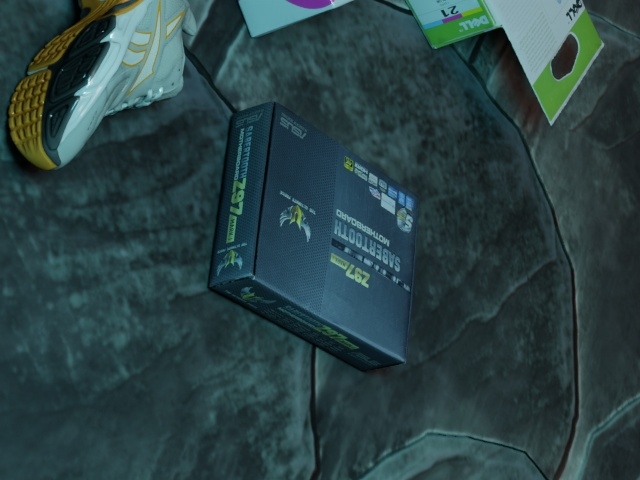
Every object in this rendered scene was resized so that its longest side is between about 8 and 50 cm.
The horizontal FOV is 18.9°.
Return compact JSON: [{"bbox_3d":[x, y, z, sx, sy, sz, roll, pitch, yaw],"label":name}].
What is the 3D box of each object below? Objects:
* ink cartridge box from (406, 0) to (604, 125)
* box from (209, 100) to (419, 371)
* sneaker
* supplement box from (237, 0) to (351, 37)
[{"bbox_3d":[0.194,-0.267,2.121,0.255,0.097,0.189,60,40,-21],"label":"ink cartridge box"},{"bbox_3d":[0.000,0.000,1.816,0.232,0.059,0.183,32,56,-41],"label":"box"},{"bbox_3d":[-0.168,-0.142,1.633,0.121,0.099,0.262,52,44,-32],"label":"sneaker"},{"bbox_3d":[0.012,-0.290,1.890,0.220,0.114,0.111,-32,104,-49],"label":"supplement box"}]
